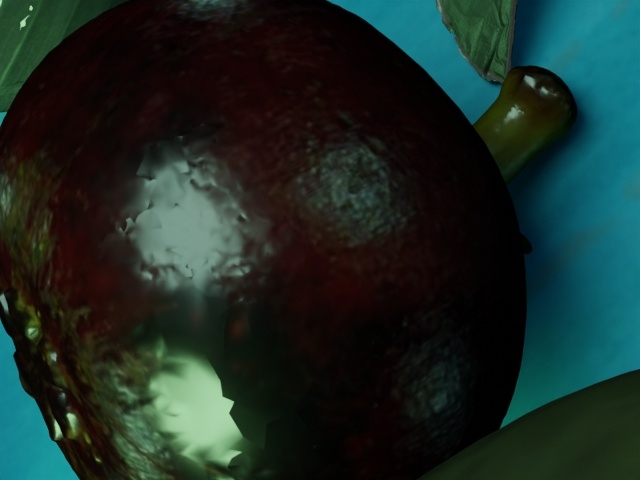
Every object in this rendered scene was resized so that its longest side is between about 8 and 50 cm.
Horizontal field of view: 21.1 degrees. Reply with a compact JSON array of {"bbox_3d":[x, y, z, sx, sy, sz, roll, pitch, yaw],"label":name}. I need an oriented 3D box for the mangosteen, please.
[{"bbox_3d":[0.000,0.000,0.689,0.261,0.235,0.235,-26,53,-25],"label":"mangosteen"}]

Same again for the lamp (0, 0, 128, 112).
[{"bbox_3d":[-0.160,-0.193,0.809,0.233,0.233,0.265,35,104,35],"label":"lamp"}]

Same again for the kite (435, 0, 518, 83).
[{"bbox_3d":[0.028,-0.216,0.744,0.323,0.013,0.268,62,145,9],"label":"kite"}]

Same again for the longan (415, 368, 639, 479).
[{"bbox_3d":[0.119,0.173,0.508,0.350,0.288,0.288,-14,69,39],"label":"longan"}]
